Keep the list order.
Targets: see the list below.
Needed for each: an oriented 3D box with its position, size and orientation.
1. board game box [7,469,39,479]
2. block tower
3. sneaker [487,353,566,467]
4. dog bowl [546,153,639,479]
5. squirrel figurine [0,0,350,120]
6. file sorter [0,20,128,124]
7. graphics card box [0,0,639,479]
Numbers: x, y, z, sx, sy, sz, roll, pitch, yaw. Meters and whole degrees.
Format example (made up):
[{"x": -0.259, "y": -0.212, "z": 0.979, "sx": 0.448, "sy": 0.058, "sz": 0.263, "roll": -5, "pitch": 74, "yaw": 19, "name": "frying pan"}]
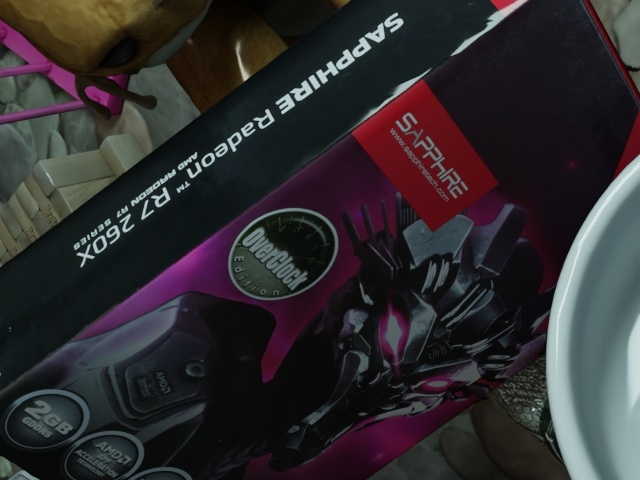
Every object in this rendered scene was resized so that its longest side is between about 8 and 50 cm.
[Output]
[{"x": -0.291, "y": 0.468, "z": 1.316, "sx": 0.390, "sy": 0.050, "sz": 0.390, "roll": -38, "pitch": 75, "yaw": 40, "name": "board game box"}, {"x": -0.259, "y": 0.040, "z": 1.144, "sx": 0.335, "sy": 0.097, "sz": 0.091, "roll": -44, "pitch": 73, "yaw": 38, "name": "block tower"}, {"x": 0.209, "y": 0.120, "z": 0.713, "sx": 0.343, "sy": 0.146, "sz": 0.134, "roll": 33, "pitch": 121, "yaw": 33, "name": "sneaker"}, {"x": 0.245, "y": 0.063, "z": 0.588, "sx": 0.265, "sy": 0.104, "sz": 0.265, "roll": -7, "pitch": 72, "yaw": 20, "name": "dog bowl"}, {"x": -0.093, "y": -0.244, "z": 0.730, "sx": 0.281, "sy": 0.370, "sz": 0.397, "roll": -29, "pitch": 82, "yaw": 43, "name": "squirrel figurine"}, {"x": -0.303, "y": -0.246, "z": 1.046, "sx": 0.291, "sy": 0.182, "sz": 0.202, "roll": 36, "pitch": 123, "yaw": 29, "name": "file sorter"}, {"x": 0.010, "y": 0.017, "z": 0.693, "sx": 0.371, "sy": 0.233, "sz": 0.094, "roll": -35, "pitch": 45, "yaw": 8, "name": "graphics card box"}]
